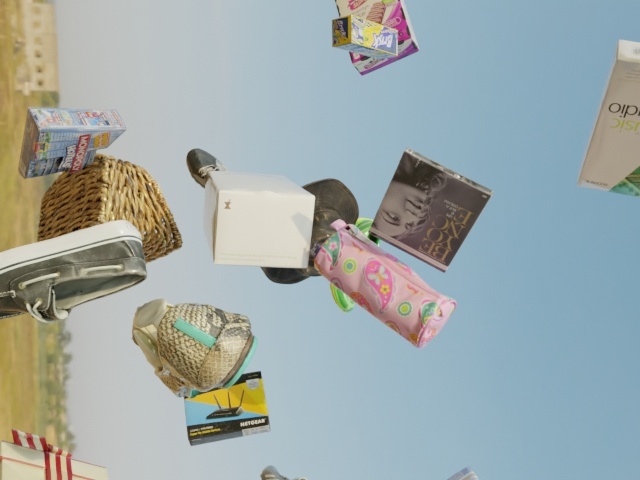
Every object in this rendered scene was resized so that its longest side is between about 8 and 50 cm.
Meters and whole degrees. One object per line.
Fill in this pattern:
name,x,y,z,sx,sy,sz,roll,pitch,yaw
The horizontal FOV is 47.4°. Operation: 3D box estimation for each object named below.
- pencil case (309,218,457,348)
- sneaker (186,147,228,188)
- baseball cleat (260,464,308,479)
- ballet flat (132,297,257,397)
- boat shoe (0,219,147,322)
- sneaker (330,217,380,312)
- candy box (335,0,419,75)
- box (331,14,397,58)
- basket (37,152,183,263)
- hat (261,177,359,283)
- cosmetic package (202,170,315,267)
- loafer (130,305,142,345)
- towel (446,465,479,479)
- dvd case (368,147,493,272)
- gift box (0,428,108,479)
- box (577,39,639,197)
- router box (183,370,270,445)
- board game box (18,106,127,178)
pencil case,0.117,0.080,1.388,0.284,0.124,0.124,39,-45,25
sneaker,-0.249,-0.152,1.819,0.229,0.086,0.132,52,-18,2
baseball cleat,-0.069,0.517,1.514,0.072,0.109,0.206,52,2,-18
ballet flat,-0.229,0.166,1.224,0.164,0.182,0.483,-60,-174,-18
boat shoe,-0.448,0.074,1.196,0.121,0.335,0.119,75,-9,-63
sneaker,0.114,0.069,2.159,0.123,0.109,0.295,6,-108,37
candy box,0.134,-0.546,1.799,0.071,0.159,0.233,34,39,-61
box,0.096,-0.426,1.535,0.054,0.169,0.059,1,-87,39
basket,-0.489,-0.064,1.705,0.299,0.223,0.213,-22,-118,40
hat,0.000,0.000,1.899,0.134,0.331,0.331,36,-53,42
cosmetic package,-0.145,-0.056,1.568,0.365,0.197,0.155,-132,-134,-74
loafer,-0.348,0.197,1.570,0.251,0.094,0.087,-6,-117,65
towel,0.304,0.645,1.790,0.034,0.209,0.285,53,2,6
dvd case,0.189,-0.048,1.301,0.018,0.164,0.221,-56,171,-40
gift box,-0.555,0.528,1.356,0.255,0.276,0.258,-50,-147,8
box,0.602,-0.195,1.284,0.322,0.232,0.058,81,25,-54
router box,-0.209,0.372,1.621,0.046,0.179,0.133,92,-13,-55
board game box,-0.507,-0.202,1.502,0.060,0.194,0.194,58,-39,18
